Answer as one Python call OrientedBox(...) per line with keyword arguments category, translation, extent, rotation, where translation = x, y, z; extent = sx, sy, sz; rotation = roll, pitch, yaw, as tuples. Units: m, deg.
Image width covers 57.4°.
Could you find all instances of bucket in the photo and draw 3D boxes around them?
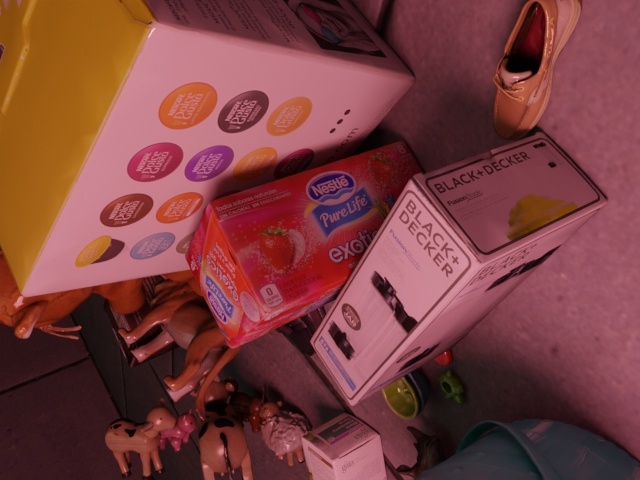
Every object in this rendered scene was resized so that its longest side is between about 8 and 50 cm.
OrientedBox(category="bucket", translation=(0.191, 0.310, 0.538), extent=(0.281, 0.183, 0.281), rotation=(10, 105, 42))

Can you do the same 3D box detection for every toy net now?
OrientedBox(category="toy net", translation=(0.096, 0.114, 0.758), extent=(0.122, 0.045, 0.232), rotation=(-36, 77, 58))

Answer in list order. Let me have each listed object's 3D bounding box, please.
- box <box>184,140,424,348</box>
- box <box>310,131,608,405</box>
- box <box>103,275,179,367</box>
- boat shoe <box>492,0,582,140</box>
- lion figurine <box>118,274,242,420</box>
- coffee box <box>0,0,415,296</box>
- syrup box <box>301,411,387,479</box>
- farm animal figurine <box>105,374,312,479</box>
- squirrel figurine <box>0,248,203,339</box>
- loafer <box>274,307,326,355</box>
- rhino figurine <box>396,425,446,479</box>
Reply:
OrientedBox(category="box", translation=(0.000, 0.000, 0.636), extent=(0.123, 0.257, 0.128), rotation=(61, 148, 12))
OrientedBox(category="box", translation=(0.114, 0.040, 0.570), extent=(0.087, 0.169, 0.290), rotation=(55, 145, 22))
OrientedBox(category="box", translation=(-0.375, 0.166, 1.370), extent=(0.168, 0.203, 0.167), rotation=(61, 148, 15))
OrientedBox(category="boat shoe", translation=(0.169, -0.144, 0.493), extent=(0.050, 0.045, 0.135), rotation=(43, 140, 37))
OrientedBox(category="lion figurine", translation=(-0.246, 0.173, 1.159), extent=(0.392, 0.240, 0.142), rotation=(31, 148, 41))
OrientedBox(category="coffee box", translation=(-0.182, -0.187, 0.651), extent=(0.337, 0.334, 0.338), rotation=(-47, 66, 34))
OrientedBox(category="syrup box", translation=(0.049, 0.416, 0.961), extent=(0.096, 0.093, 0.237), rotation=(13, 119, 55))
OrientedBox(category="farm animal figurine", translation=(-0.228, 0.357, 1.136), extent=(0.327, 0.330, 0.172), rotation=(13, 114, 55))
OrientedBox(category="squirrel figurine", translation=(-0.362, -0.014, 0.941), extent=(0.281, 0.370, 0.397), rotation=(54, 144, 13))
OrientedBox(category="loafer", translation=(-0.097, 0.067, 0.928), extent=(0.109, 0.095, 0.302), rotation=(-25, 99, 45))
OrientedBox(category="rhino figurine", translation=(0.175, 0.350, 0.748), extent=(0.243, 0.073, 0.106), rotation=(58, 144, 21))
